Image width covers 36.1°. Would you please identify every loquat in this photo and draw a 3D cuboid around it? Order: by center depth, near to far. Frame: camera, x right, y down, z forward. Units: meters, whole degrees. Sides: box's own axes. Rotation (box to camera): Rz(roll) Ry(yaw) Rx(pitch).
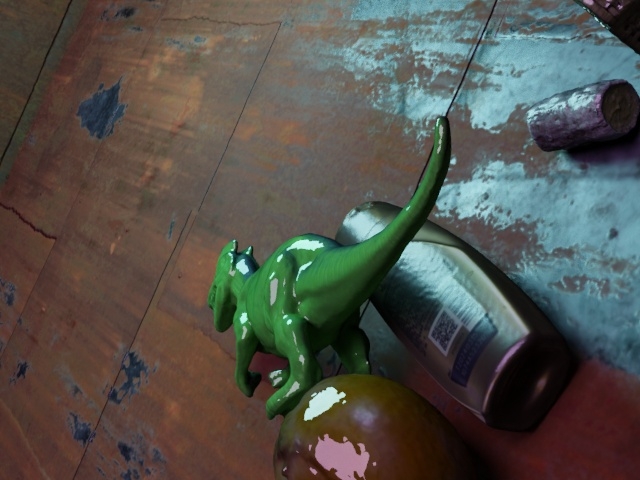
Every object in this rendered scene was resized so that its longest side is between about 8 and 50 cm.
[{"bbox_3d":[0.058,0.230,0.913,0.227,0.179,0.179,44,108,21],"label":"loquat"}]

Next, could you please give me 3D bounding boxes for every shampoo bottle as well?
[{"bbox_3d":[0.120,0.056,1.030,0.350,0.084,0.125,46,117,54],"label":"shampoo bottle"}]

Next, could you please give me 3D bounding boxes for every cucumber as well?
[{"bbox_3d":[0.259,-0.126,0.985,0.112,0.064,0.064,-7,64,55],"label":"cucumber"}]

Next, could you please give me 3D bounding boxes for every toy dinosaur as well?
[{"bbox_3d":[0.000,0.000,1.094,0.499,0.144,0.374,-65,30,30],"label":"toy dinosaur"}]

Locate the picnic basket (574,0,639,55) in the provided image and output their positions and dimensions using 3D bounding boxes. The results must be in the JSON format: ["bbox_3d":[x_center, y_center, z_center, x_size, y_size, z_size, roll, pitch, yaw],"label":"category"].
[{"bbox_3d":[0.323,-0.284,0.918,0.196,0.154,0.134,-50,37,20],"label":"picnic basket"}]
